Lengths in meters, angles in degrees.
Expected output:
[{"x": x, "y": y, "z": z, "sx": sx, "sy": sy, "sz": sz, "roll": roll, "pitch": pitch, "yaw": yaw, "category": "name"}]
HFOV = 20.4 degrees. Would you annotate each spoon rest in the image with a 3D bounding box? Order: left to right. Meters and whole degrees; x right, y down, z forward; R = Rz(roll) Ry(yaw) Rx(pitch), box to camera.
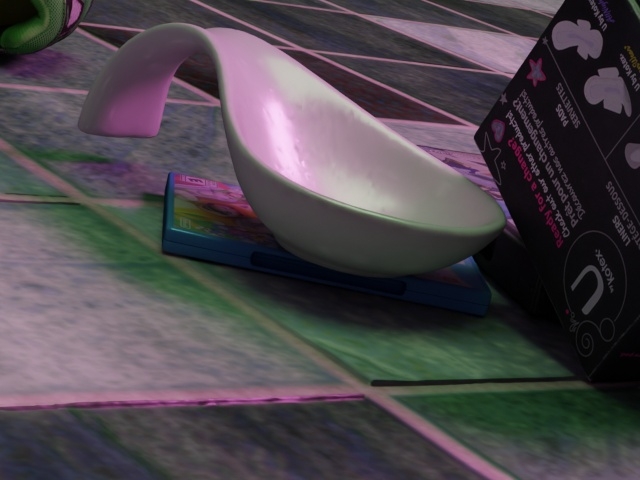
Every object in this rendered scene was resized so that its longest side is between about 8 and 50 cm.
[{"x": -0.022, "y": -0.053, "z": 0.917, "sx": 0.137, "sy": 0.084, "sz": 0.276, "roll": -1, "pitch": 20, "yaw": -44, "category": "spoon rest"}]

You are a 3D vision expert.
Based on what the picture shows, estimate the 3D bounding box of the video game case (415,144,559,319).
[{"x": 0.206, "y": 0.007, "z": 1.057, "sx": 0.275, "sy": 0.035, "sz": 0.248, "roll": 9, "pitch": 15, "yaw": -18, "category": "video game case"}]

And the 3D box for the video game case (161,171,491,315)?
[{"x": 0.000, "y": 0.000, "z": 0.934, "sx": 0.166, "sy": 0.015, "sz": 0.119, "roll": 12, "pitch": 14, "yaw": -8, "category": "video game case"}]

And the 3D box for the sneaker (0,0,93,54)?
[{"x": -0.323, "y": -0.215, "z": 1.220, "sx": 0.344, "sy": 0.134, "sz": 0.146, "roll": 12, "pitch": 15, "yaw": -8, "category": "sneaker"}]

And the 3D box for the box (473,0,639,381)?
[{"x": 0.230, "y": -0.033, "z": 0.884, "sx": 0.247, "sy": 0.142, "sz": 0.163, "roll": 2, "pitch": 50, "yaw": -30, "category": "box"}]
